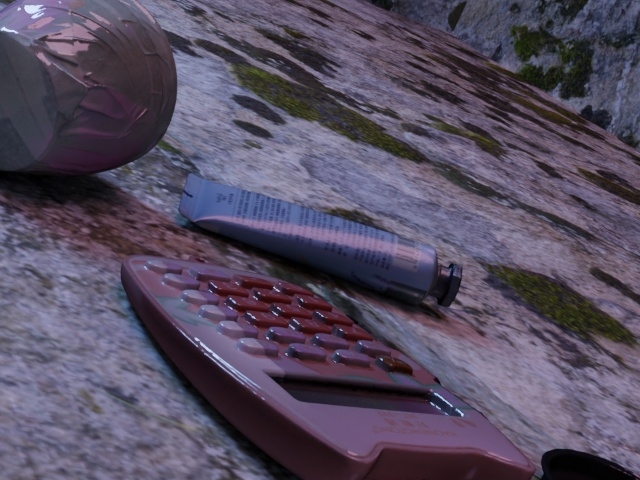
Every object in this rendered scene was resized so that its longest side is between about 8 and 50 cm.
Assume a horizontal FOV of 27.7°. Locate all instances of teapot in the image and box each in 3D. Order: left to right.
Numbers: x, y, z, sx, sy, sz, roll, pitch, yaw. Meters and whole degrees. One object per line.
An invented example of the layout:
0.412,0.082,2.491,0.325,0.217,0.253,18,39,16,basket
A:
-0.252,-0.143,1.101,0.222,0.163,0.178,29,23,15,teapot

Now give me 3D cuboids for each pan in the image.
0.255,0.200,0.972,0.235,0.028,0.136,6,25,-42,pan

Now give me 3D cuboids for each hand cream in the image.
0.000,0.000,1.210,0.271,0.058,0.091,19,28,-8,hand cream

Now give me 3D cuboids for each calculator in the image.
-0.013,0.088,0.919,0.220,0.048,0.330,10,19,-39,calculator
